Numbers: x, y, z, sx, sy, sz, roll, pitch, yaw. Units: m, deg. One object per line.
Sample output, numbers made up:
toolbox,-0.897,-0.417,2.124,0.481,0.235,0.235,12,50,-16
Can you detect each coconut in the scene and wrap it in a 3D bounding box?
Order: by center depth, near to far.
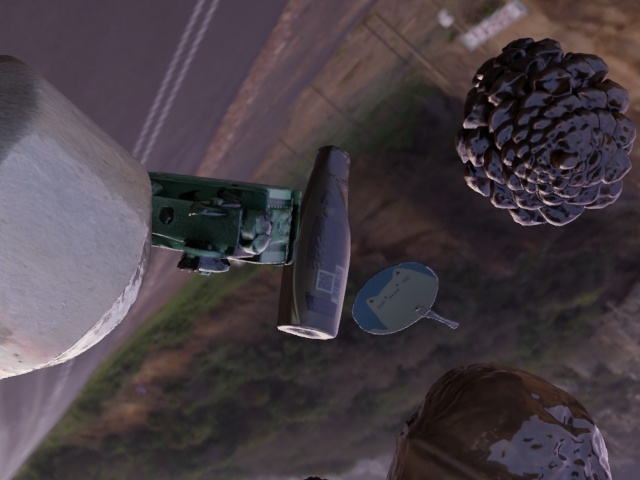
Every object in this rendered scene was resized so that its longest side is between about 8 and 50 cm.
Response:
coconut,-0.273,-0.027,0.776,0.237,0.266,0.237,-21,-128,28

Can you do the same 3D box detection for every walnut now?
walnut,0.206,0.276,1.170,0.273,0.273,0.227,-47,-156,22

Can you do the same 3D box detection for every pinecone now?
pinecone,0.303,-0.156,1.362,0.244,0.244,0.309,-47,-158,30

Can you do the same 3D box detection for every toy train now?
toy train,-0.164,-0.023,1.253,0.154,0.270,0.115,-1,98,-61

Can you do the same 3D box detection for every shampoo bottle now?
shampoo bottle,0.000,0.000,1.816,0.084,0.126,0.350,-12,-114,53

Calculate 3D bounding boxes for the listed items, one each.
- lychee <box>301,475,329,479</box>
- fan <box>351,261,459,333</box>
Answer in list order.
lychee,-0.004,0.565,1.912,0.188,0.188,0.188,-47,180,0
fan,0.114,0.081,1.222,0.113,0.175,0.005,-50,-139,19
